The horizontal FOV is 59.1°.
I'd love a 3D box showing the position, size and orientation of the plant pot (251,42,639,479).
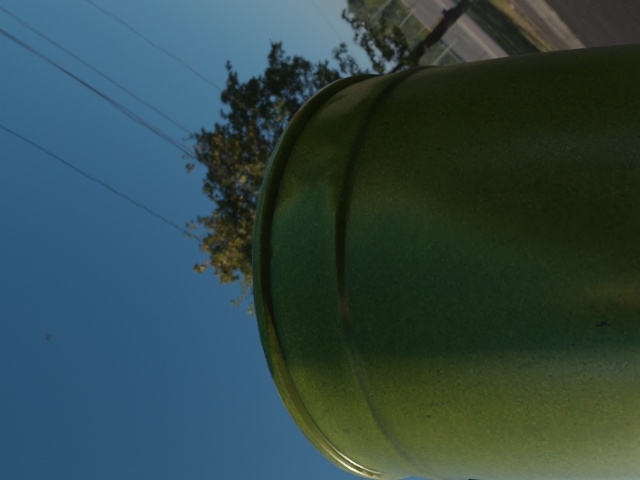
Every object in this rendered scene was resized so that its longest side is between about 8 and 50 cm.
[{"bbox_3d":[0.204,0.013,0.411,0.366,0.353,0.367,8,-101,-47],"label":"plant pot"}]
